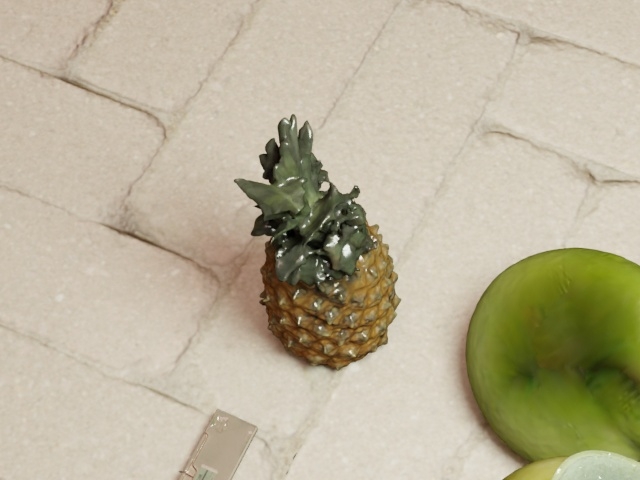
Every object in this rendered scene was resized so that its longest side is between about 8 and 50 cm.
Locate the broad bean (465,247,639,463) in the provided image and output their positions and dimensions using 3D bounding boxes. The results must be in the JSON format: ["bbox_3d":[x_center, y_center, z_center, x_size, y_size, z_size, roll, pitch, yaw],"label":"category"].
[{"bbox_3d":[0.282,0.132,1.602,0.291,0.119,0.238,25,96,32],"label":"broad bean"}]

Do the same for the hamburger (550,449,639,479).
[{"bbox_3d":[0.248,0.254,1.323,0.133,0.062,0.140,22,56,2],"label":"hamburger"}]

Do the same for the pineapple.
[{"bbox_3d":[0.000,0.000,1.608,0.169,0.340,0.169,-3,57,5],"label":"pineapple"}]

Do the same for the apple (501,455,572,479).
[{"bbox_3d":[0.257,0.332,1.451,0.262,0.262,0.262,-1,57,1],"label":"apple"}]

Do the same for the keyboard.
[{"bbox_3d":[-0.127,0.259,1.635,0.055,0.017,0.166,23,61,10],"label":"keyboard"}]
